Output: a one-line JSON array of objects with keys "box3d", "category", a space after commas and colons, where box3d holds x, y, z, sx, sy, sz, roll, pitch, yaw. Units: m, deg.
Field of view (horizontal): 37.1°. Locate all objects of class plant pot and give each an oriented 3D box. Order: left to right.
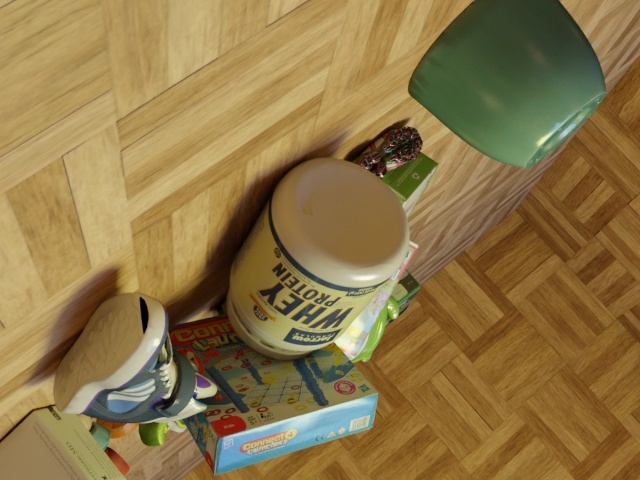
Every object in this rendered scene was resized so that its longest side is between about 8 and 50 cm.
[{"box3d": [0.335, -0.266, 1.611, 0.293, 0.235, 0.293, -39, 169, -9], "category": "plant pot"}]

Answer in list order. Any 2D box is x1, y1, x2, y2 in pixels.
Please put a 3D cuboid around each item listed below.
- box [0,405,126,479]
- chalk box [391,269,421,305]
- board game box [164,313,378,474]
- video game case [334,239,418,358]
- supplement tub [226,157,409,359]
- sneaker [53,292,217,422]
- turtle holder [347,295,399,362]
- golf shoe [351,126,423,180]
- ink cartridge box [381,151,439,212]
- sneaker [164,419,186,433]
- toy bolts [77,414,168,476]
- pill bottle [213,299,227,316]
[{"box3d": [-0.470, 0.409, 1.641, 0.182, 0.181, 0.119, -43, 169, 9], "category": "box"}, {"box3d": [0.138, 0.130, 2.568, 0.180, 0.179, 0.289, -36, 166, -17], "category": "chalk box"}, {"box3d": [-0.107, 0.247, 1.700, 0.308, 0.302, 0.086, -11, 126, -28], "category": "board game box"}, {"box3d": [0.062, 0.090, 2.019, 0.285, 0.204, 0.025, -60, -150, 3], "category": "video game case"}, {"box3d": [-0.017, 0.042, 1.608, 0.235, 0.235, 0.325, -31, 165, -38], "category": "supplement tub"}, {"box3d": [-0.244, 0.187, 1.466, 0.236, 0.130, 0.323, 12, 143, -35], "category": "sneaker"}, {"box3d": [0.033, 0.144, 2.146, 0.227, 0.243, 0.320, -4, 149, -45], "category": "turtle holder"}, {"box3d": [0.110, -0.155, 1.752, 0.186, 0.067, 0.086, -34, -167, -33], "category": "golf shoe"}, {"box3d": [0.102, -0.048, 1.848, 0.255, 0.097, 0.189, -50, 171, -34], "category": "ink cartridge box"}, {"box3d": [-0.321, 0.347, 2.085, 0.121, 0.111, 0.300, -55, 177, -5], "category": "sneaker"}, {"box3d": [-0.406, 0.331, 1.811, 0.218, 0.158, 0.228, 3, -144, 42], "category": "toy bolts"}, {"box3d": [-0.101, 0.119, 1.909, 0.208, 0.119, 0.119, -41, 168, 3], "category": "pill bottle"}]
